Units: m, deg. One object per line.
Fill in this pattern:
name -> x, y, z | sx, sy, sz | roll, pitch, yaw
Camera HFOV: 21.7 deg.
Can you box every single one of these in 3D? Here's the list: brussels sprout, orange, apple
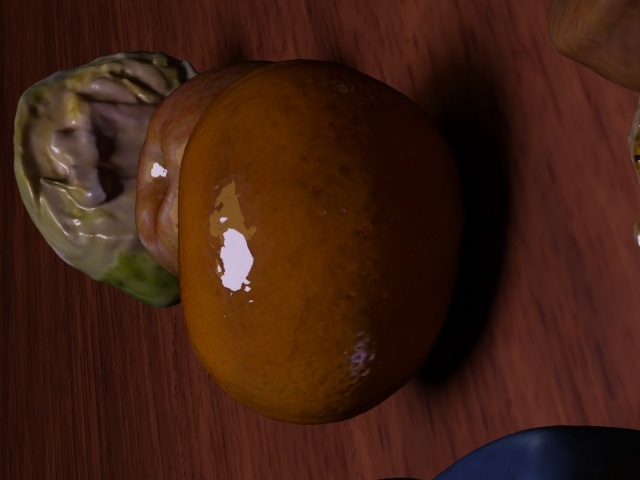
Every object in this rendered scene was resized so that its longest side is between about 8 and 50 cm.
brussels sprout -> -0.118, -0.033, 1.043 | 0.151, 0.149, 0.122 | -51, -20, -34
orange -> 0.000, 0.000, 0.717 | 0.156, 0.124, 0.156 | 175, 90, -86
apple -> -0.042, -0.033, 0.873 | 0.126, 0.102, 0.126 | -173, 90, -71

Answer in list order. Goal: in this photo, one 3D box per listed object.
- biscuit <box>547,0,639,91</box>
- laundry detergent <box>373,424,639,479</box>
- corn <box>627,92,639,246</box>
biscuit -> 0.108, -0.115, 0.348 | 0.186, 0.044, 0.295 | -55, 6, 13
laundry detergent -> 0.043, 0.150, 0.587 | 0.290, 0.094, 0.143 | 146, 124, -65
corn -> 0.155, -0.060, 0.316 | 0.293, 0.106, 0.106 | 128, 143, -57
